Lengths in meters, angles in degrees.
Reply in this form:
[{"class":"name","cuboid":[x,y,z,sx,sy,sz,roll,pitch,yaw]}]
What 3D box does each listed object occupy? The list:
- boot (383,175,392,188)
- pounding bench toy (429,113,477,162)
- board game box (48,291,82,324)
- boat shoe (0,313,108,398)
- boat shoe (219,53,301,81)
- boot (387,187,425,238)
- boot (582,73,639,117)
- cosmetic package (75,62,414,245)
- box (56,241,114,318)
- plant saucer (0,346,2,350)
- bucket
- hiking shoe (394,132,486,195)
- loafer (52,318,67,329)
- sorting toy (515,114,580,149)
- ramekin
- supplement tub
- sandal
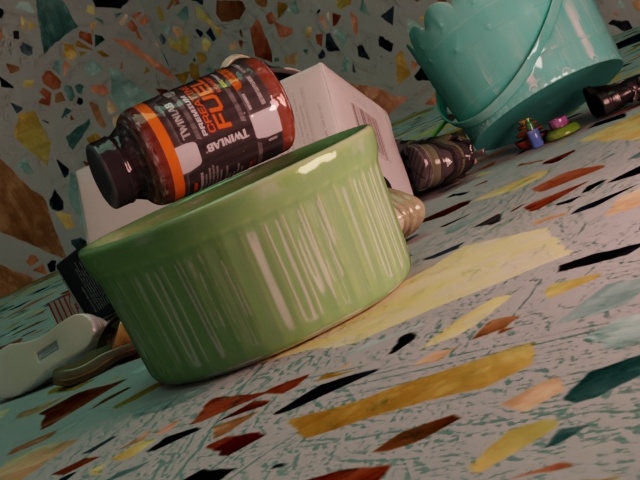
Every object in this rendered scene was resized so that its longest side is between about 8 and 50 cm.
[{"class":"boot","cuboid":[-0.006,-0.001,1.824,0.219,0.082,0.106,-27,-15,-1]},{"class":"pounding bench toy","cuboid":[0.174,-0.136,2.141,0.065,0.083,0.052,-25,6,-16]},{"class":"board game box","cuboid":[-0.340,0.074,2.462,0.146,0.045,0.193,-21,7,25]},{"class":"boat shoe","cuboid":[-0.323,0.140,1.779,0.184,0.066,0.063,-34,-27,22]},{"class":"boat shoe","cuboid":[-0.028,-0.184,1.987,0.233,0.084,0.079,18,-1,-40]},{"class":"boot","cuboid":[0.000,0.000,1.665,0.165,0.077,0.213,-29,13,-38]},{"class":"boot","cuboid":[0.415,-0.204,2.006,0.099,0.045,0.121,-23,8,-1]},{"class":"cosmetic package","cuboid":[-0.103,-0.068,1.946,0.385,0.156,0.217,-24,-22,21]},{"class":"box","cuboid":[-0.269,0.020,2.207,0.153,0.108,0.207,-29,-3,-42]},{"class":"plant saucer","cuboid":[-0.615,0.220,2.274,0.278,0.041,0.278,-24,5,2]},{"class":"bucket","cuboid":[0.275,-0.263,2.073,0.281,0.183,0.281,-27,-13,-7]},{"class":"hiking shoe","cuboid":[0.154,-0.103,2.046,0.114,0.086,0.227,-9,7,-11]},{"class":"loafer","cuboid":[-0.323,0.125,1.922,0.056,0.050,0.148,-27,7,-28]},{"class":"sorting toy","cuboid":[0.301,-0.154,2.013,0.102,0.042,0.061,-17,9,45]},{"class":"ramekin","cuboid":[-0.062,0.016,1.406,0.303,0.148,0.303,-23,6,3]},{"class":"supplement tub","cuboid":[-0.131,-0.101,1.476,0.198,0.106,0.106,-26,7,-20]},{"class":"sandal","cuboid":[-0.233,0.112,1.704,0.180,0.049,0.072,-27,7,-26]}]
